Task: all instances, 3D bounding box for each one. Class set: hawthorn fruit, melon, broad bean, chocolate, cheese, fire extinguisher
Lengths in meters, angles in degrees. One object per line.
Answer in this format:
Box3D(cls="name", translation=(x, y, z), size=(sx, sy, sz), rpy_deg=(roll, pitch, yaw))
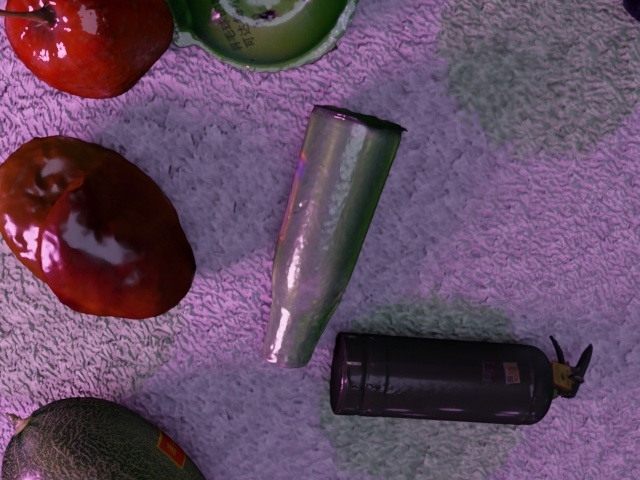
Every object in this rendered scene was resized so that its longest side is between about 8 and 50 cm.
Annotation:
Box3D(cls="hawthorn fruit", translation=(-0.232, -0.208, 0.915), size=(0.163, 0.203, 0.162), rpy_deg=(1, 104, 6))
Box3D(cls="melon", translation=(-0.226, 0.276, 1.035), size=(0.182, 0.182, 0.287), rpy_deg=(-41, 106, 1))
Box3D(cls="broad bean", translation=(-0.233, -0.010, 1.004), size=(0.156, 0.122, 0.228), rpy_deg=(-42, 108, 4))
Box3D(cls="chocolate", translation=(0.000, 0.000, 1.058), size=(0.110, 0.110, 0.291), rpy_deg=(15, 102, -12))
Box3D(cls="cheese", translation=(-0.015, -0.289, 0.998), size=(0.321, 0.083, 0.203), rpy_deg=(-21, 102, -2))
Box3D(cls="fire extinguisher", translation=(0.169, 0.156, 1.119), size=(0.311, 0.095, 0.114), rpy_deg=(7, 70, -9))

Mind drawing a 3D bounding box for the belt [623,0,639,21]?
Box3D(cls="belt", translation=(0.443, -0.301, 1.045), size=(0.218, 0.128, 0.122), rpy_deg=(-19, 105, -4))
